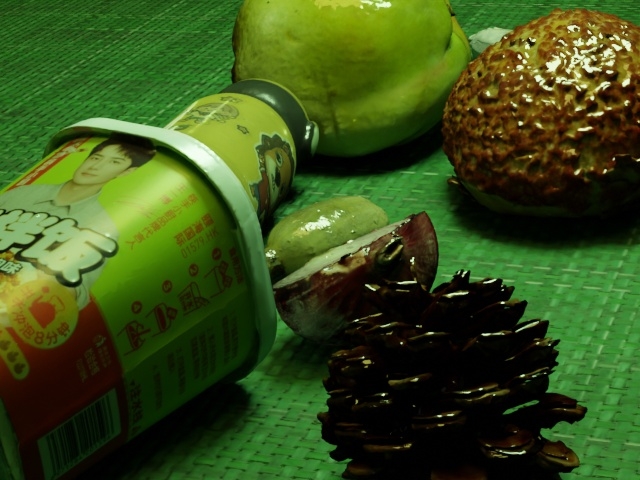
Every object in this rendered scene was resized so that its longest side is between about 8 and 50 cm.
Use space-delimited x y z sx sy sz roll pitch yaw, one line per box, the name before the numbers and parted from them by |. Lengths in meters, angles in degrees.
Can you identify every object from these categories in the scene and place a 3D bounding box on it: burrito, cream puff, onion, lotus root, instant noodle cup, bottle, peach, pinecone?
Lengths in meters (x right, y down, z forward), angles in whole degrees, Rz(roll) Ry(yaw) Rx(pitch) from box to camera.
burrito | 0.319 -0.297 2.291 0.203 0.064 0.064 15 30 36
cream puff | 0.304 -0.160 1.769 0.351 0.228 0.350 -5 25 2
onion | 0.053 0.047 1.478 0.206 0.098 0.151 -28 7 -31
lotus root | 0.000 -0.001 1.634 0.183 0.077 0.090 -21 28 -37
instant noodle cup | -0.236 0.074 1.305 0.294 0.293 0.308 13 36 35
bottle | -0.113 -0.094 1.753 0.172 0.171 0.351 3 25 17
peach | 0.040 -0.265 1.992 0.316 0.281 0.314 -8 28 13
pinecone | 0.101 0.119 1.187 0.222 0.221 0.221 -4 23 2
